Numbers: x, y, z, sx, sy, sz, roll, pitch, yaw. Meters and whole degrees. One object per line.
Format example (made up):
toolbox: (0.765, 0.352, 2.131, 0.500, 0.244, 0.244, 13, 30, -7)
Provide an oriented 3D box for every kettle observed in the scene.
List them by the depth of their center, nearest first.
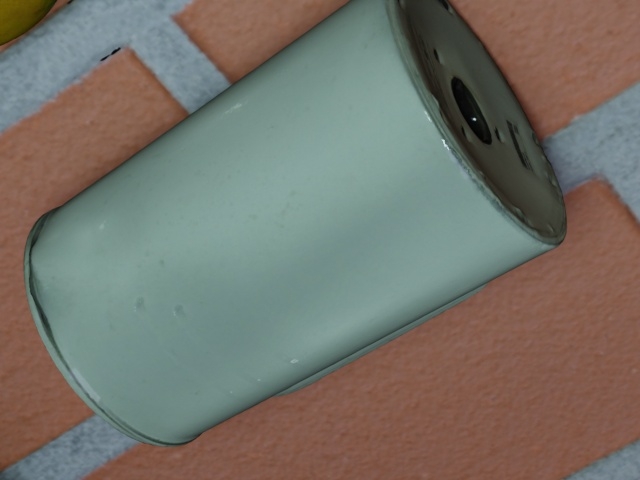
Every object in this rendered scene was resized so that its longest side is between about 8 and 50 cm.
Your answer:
kettle: (-0.009, -0.013, 1.045, 0.318, 0.265, 0.205, -32, 85, 21)

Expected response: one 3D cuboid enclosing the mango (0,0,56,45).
mango: (-0.219, -0.180, 0.984, 0.111, 0.089, 0.163, 28, 131, -2)
